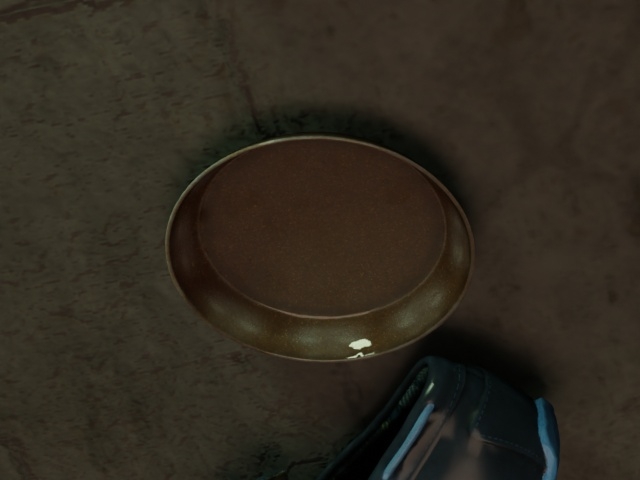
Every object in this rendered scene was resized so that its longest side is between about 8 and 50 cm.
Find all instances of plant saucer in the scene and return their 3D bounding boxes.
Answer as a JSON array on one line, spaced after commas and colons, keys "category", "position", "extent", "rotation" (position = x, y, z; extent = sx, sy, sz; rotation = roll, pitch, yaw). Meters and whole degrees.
[{"category": "plant saucer", "position": [0.000, 0.000, 1.007], "extent": [0.168, 0.029, 0.168], "rotation": [1, 134, 1]}]

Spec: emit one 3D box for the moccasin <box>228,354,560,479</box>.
[{"category": "moccasin", "position": [-0.008, 0.181, 1.129], "extent": [0.117, 0.138, 0.342], "rotation": [37, 111, -22]}]
